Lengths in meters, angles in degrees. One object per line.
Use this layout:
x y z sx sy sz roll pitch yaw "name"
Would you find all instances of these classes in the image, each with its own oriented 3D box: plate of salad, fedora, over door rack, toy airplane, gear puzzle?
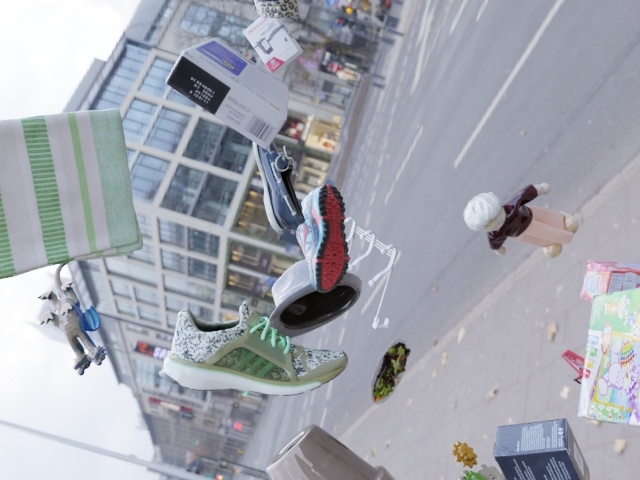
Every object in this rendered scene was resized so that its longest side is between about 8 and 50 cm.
0.205 0.376 1.729 0.199 0.048 0.200 -28 -52 -44 "plate of salad"
-0.032 0.136 1.608 0.124 0.275 0.244 64 -175 32 "fedora"
0.133 0.117 2.025 0.239 0.108 0.324 38 134 46 "over door rack"
0.684 0.307 1.523 0.028 0.151 0.151 -42 -25 -55 "toy airplane"
0.493 0.704 1.721 0.339 0.175 0.044 55 132 39 "gear puzzle"

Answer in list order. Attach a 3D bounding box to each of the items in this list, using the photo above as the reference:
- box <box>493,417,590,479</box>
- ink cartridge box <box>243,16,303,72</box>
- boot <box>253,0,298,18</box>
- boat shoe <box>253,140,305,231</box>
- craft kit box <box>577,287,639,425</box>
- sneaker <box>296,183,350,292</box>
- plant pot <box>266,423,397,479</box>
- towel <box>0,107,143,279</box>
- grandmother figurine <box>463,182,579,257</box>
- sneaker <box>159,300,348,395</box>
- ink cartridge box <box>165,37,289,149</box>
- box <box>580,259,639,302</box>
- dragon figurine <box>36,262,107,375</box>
0.480 0.480 1.321 0.156 0.158 0.093 61 -149 -19 "box"
-0.142 -0.594 1.822 0.109 0.150 0.063 -34 5 20 "ink cartridge box"
-0.144 -0.531 1.187 0.085 0.236 0.179 -42 -43 -34 "boot"
-0.093 -0.150 1.364 0.095 0.079 0.255 23 -126 -71 "boat shoe"
0.573 0.211 1.099 0.246 0.060 0.250 143 142 -72 "craft kit box"
0.000 0.000 1.501 0.125 0.104 0.262 -12 73 52 "sneaker"
0.006 0.542 1.345 0.263 0.229 0.263 -41 -5 -4 "plant pot"
-0.455 -0.068 0.954 0.038 0.324 0.248 11 111 55 "towel"
0.469 -0.046 1.434 0.104 0.342 0.208 44 119 49 "grandmother figurine"
-0.137 0.226 1.324 0.158 0.410 0.182 -137 50 -78 "sneaker"
-0.141 -0.267 1.045 0.069 0.175 0.371 -54 14 18 "ink cartridge box"
0.960 0.140 1.887 0.122 0.256 0.128 -127 42 -72 "box"
-0.553 0.171 1.363 0.289 0.085 0.144 53 168 48 "dragon figurine"
